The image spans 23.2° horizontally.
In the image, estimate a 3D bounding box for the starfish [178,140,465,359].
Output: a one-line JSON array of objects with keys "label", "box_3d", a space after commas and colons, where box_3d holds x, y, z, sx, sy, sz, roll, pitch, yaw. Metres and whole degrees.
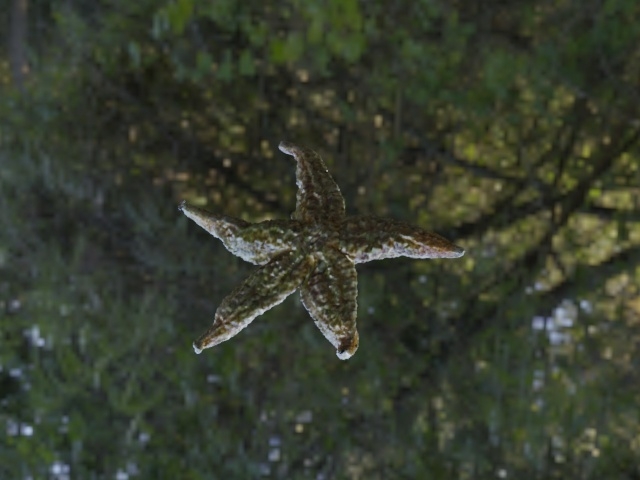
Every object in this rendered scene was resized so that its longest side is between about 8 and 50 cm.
[{"label": "starfish", "box_3d": [0.000, 0.000, 0.474, 0.086, 0.016, 0.092, -13, -132, 8]}]
